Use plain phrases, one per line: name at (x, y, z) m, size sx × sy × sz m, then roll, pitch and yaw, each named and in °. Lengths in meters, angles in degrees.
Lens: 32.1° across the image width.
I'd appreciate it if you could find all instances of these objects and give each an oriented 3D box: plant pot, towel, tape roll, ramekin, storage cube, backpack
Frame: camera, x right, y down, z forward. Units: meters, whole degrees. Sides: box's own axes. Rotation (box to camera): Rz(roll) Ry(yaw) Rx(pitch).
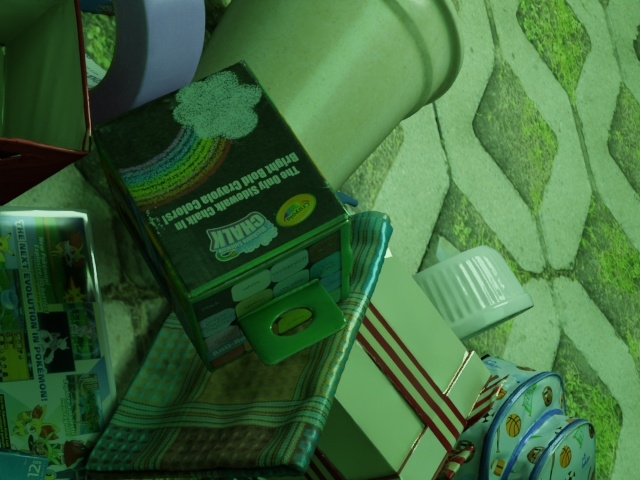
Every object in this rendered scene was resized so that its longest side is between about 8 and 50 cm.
plant pot at (-0.032, -0.193, 1.422) m, size 0.334 × 0.334 × 0.305 m, roll 46°, pitch 59°, yaw -22°
towel at (-0.080, 0.108, 1.231) m, size 0.040 × 0.271 × 0.370 m, roll 62°, pitch 34°, yaw -32°
tape roll at (-0.256, -0.259, 1.219) m, size 0.090 × 0.275 × 0.274 m, roll -27°, pitch 94°, yaw -46°
ramekin at (0.188, 0.090, 1.588) m, size 0.207 × 0.207 × 0.109 m, roll -15°, pitch 75°, yaw -47°
storage cube at (-0.366, -0.157, 1.130) m, size 0.184 × 0.193 × 0.215 m, roll 5°, pitch 70°, yaw -44°
backpack at (0.251, 0.300, 1.521) m, size 0.276 × 0.213 × 0.263 m, roll -38°, pitch 123°, yaw -46°

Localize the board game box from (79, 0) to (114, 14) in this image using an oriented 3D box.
board game box at (-0.266, -0.368, 1.418) m, size 0.210 × 0.047 × 0.160 m, roll -1°, pitch 75°, yaw -45°

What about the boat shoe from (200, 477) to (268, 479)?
boat shoe at (-0.085, 0.403, 1.234) m, size 0.091 × 0.114 × 0.302 m, roll 34°, pitch 34°, yaw -56°

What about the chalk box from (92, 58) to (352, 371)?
chalk box at (-0.081, 0.000, 1.129) m, size 0.180 × 0.179 × 0.289 m, roll -26°, pitch 65°, yaw -12°

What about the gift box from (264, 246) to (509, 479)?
gift box at (0.055, 0.179, 1.377) m, size 0.258 × 0.255 × 0.276 m, roll 53°, pitch 51°, yaw -13°

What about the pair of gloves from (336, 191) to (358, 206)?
pair of gloves at (0.000, 0.000, 1.561) m, size 0.159 × 0.023 × 0.198 m, roll 43°, pitch 49°, yaw -27°

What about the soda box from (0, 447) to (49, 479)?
soda box at (-0.324, 0.300, 1.045) m, size 0.071 × 0.067 × 0.210 m, roll 20°, pitch 75°, yaw -43°

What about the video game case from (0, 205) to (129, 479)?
video game case at (-0.350, 0.122, 1.152) m, size 0.300 × 0.036 × 0.329 m, roll 1°, pitch 73°, yaw -45°
